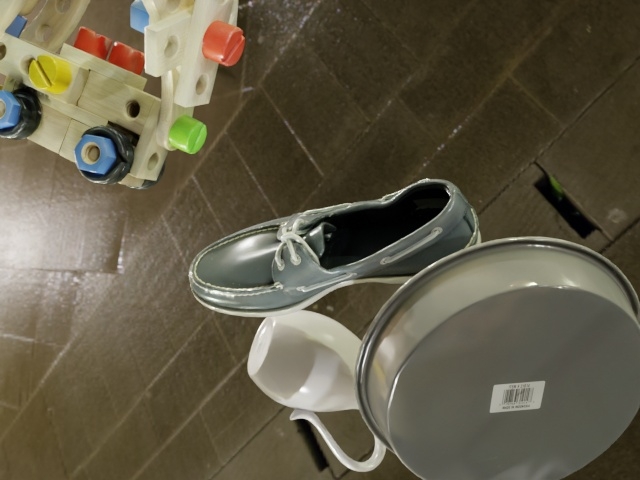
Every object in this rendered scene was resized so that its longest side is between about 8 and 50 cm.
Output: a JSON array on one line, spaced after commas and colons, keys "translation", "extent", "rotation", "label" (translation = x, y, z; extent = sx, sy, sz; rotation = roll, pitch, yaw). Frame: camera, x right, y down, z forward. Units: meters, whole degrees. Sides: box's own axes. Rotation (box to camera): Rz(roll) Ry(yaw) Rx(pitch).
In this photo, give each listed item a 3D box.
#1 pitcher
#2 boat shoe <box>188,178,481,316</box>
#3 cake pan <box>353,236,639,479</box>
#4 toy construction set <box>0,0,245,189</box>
[{"translation": [0.008, 0.194, 0.844], "extent": [0.125, 0.207, 0.177], "rotation": [-37, 35, 60], "label": "pitcher"}, {"translation": [0.000, 0.000, 0.666], "extent": [0.320, 0.099, 0.116], "rotation": [-9, 58, 14], "label": "boat shoe"}, {"translation": [0.181, 0.136, 0.620], "extent": [0.293, 0.293, 0.054], "rotation": [-55, 21, 20], "label": "cake pan"}, {"translation": [-0.194, -0.170, 0.553], "extent": [0.328, 0.151, 0.215], "rotation": [27, 97, 28], "label": "toy construction set"}]
